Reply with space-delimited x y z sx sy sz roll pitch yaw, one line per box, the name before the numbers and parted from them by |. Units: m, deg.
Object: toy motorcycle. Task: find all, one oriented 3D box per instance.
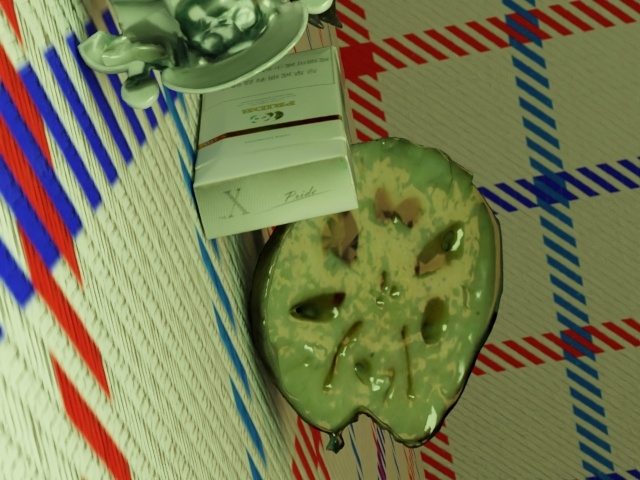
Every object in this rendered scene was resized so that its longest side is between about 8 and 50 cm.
toy motorcycle | -0.063 -0.134 0.554 0.150 0.102 0.221 59 -6 21

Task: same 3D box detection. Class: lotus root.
lotus root | 0.024 0.033 0.991 0.183 0.078 0.203 50 61 -29

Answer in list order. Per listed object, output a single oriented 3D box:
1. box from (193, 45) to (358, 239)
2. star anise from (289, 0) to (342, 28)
box | -0.026 -0.059 0.883 0.154 0.084 0.040 -94 174 -60
star anise | -0.026 -0.293 1.604 0.180 0.061 0.204 50 22 -56
